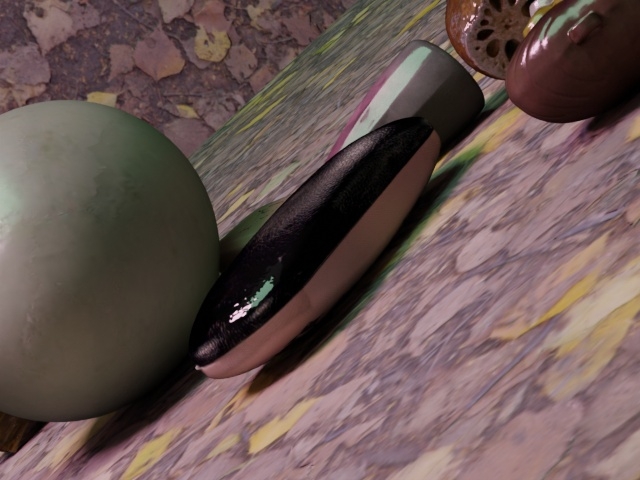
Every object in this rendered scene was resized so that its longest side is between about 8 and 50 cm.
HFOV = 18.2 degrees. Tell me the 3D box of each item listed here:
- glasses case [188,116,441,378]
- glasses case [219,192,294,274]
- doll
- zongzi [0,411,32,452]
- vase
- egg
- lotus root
[{"bbox_3d":[0.000,0.000,1.512,0.122,0.075,0.314,-32,12,39],"label":"glasses case"},{"bbox_3d":[-0.041,-0.001,1.801,0.083,0.050,0.196,-42,8,-20],"label":"glasses case"},{"bbox_3d":[0.182,-0.136,1.356,0.145,0.096,0.188,-35,-3,-11],"label":"doll"},{"bbox_3d":[-0.293,0.046,2.164,0.317,0.154,0.289,-57,4,11],"label":"zongzi"},{"bbox_3d":[0.041,-0.068,1.691,0.214,0.086,0.086,-48,9,-12],"label":"vase"},{"bbox_3d":[-0.227,0.016,1.762,0.276,0.276,0.389,-40,9,7],"label":"egg"},{"bbox_3d":[0.166,-0.194,1.664,0.081,0.112,0.122,-93,20,-68],"label":"lotus root"}]
